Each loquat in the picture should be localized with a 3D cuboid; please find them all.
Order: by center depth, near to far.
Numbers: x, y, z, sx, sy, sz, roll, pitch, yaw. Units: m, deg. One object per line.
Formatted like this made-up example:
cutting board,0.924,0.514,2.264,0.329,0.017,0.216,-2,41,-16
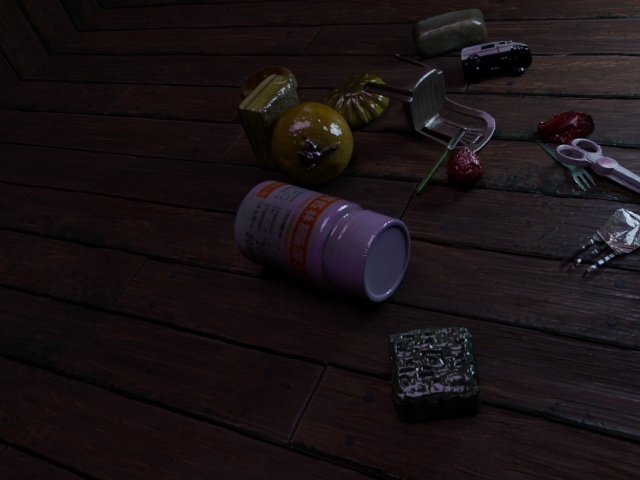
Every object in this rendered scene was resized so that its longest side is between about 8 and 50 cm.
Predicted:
loquat,-0.023,-0.266,1.898,0.244,0.244,0.244,-11,44,11

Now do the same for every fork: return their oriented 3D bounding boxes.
fork,0.608,-0.202,1.729,0.039,0.021,0.235,-23,43,-6

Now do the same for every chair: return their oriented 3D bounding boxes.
chair,0.309,-0.374,1.904,0.326,0.183,0.175,24,59,39

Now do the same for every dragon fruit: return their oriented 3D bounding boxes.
dragon fruit,0.638,-0.309,1.793,0.131,0.063,0.097,27,61,39

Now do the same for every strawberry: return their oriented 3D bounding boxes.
strawberry,0.369,-0.191,1.757,0.106,0.106,0.106,-11,44,11

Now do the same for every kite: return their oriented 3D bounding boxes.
kite,0.639,0.010,1.509,0.229,0.016,0.127,-33,41,-13

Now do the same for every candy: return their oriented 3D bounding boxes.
candy,0.417,-0.674,2.221,0.234,0.102,0.104,-15,43,9

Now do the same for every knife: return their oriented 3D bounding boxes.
knife,0.312,-0.208,1.804,0.212,0.015,0.054,-55,11,0

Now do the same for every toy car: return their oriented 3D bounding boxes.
toy car,0.527,-0.548,2.063,0.210,0.089,0.108,-8,39,19

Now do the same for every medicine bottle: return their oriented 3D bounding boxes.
medicine bottle,0.000,0.000,1.622,0.388,0.219,0.219,20,56,35

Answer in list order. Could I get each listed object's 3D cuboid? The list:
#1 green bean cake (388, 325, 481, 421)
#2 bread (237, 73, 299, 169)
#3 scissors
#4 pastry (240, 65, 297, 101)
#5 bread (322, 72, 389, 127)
green bean cake,0.224,0.258,1.364,0.173,0.094,0.181,-8,45,13
bread,-0.137,-0.344,2.011,0.110,0.234,0.184,16,54,31
scissors,0.687,-0.179,1.658,0.118,0.030,0.242,-21,44,-24
pastry,-0.177,-0.515,2.304,0.192,0.093,0.182,-33,41,-11
bread,0.109,-0.433,2.102,0.213,0.104,0.213,-9,46,9
